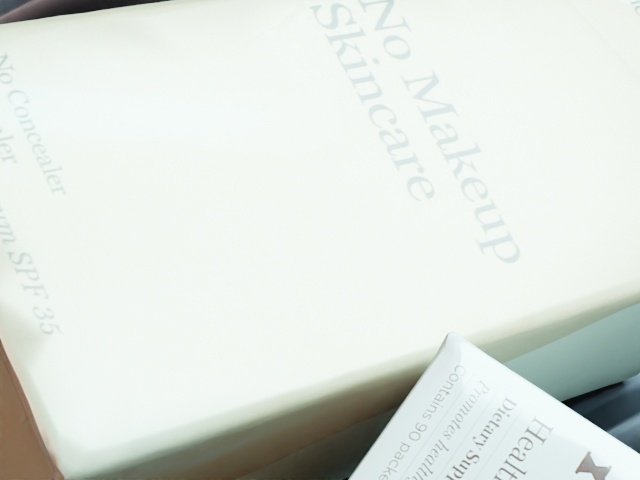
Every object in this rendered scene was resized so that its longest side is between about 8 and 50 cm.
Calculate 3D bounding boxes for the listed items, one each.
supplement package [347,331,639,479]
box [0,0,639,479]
[{"bbox_3d":[0.060,0.176,0.499,0.203,0.149,0.194,33,67,10],"label":"supplement package"},{"bbox_3d":[0.000,0.000,0.601,0.311,0.121,0.148,-16,70,-36],"label":"box"}]
